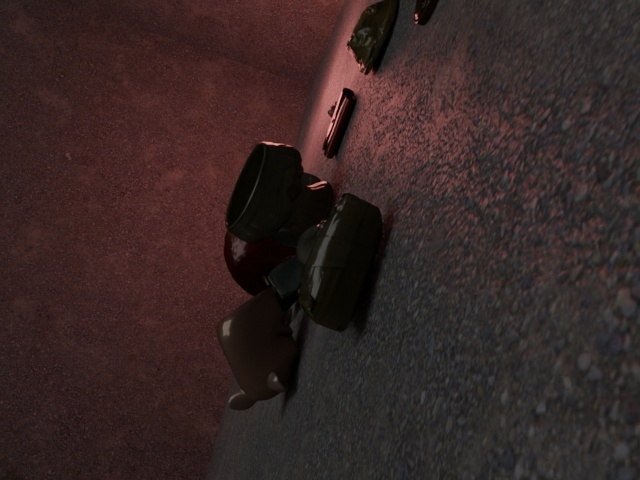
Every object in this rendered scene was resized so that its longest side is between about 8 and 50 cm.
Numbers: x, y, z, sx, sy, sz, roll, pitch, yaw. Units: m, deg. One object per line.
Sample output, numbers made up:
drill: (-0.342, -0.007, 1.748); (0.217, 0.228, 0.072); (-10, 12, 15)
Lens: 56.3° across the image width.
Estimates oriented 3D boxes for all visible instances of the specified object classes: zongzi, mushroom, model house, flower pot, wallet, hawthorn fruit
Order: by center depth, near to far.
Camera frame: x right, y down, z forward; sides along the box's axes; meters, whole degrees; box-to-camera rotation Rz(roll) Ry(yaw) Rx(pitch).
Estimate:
zongzi: (0.036, 0.043, 1.093); (0.256, 0.114, 0.228); (88, -158, -84)
mushroom: (0.000, 0.000, 1.404); (0.116, 0.093, 0.225); (-54, -1, -15)
flower pot: (-0.112, -0.118, 1.732); (0.307, 0.244, 0.308); (-50, 28, 39)
model house: (-0.091, 0.137, 1.765); (0.165, 0.106, 0.152); (-37, -26, -31)
wallet: (0.057, -0.375, 1.911); (0.142, 0.045, 0.205); (-89, 18, -62)
hawthorn fruit: (-0.199, 0.066, 2.079); (0.330, 0.287, 0.287); (-110, 35, -51)

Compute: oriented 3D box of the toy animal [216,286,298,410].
toy animal: (-0.156, 0.271, 1.528); (0.195, 0.256, 0.213); (-36, -12, 33)

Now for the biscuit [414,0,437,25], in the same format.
biscuit: (0.222, -0.517, 1.192); (0.124, 0.026, 0.175); (-146, 73, -80)

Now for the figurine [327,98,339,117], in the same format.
figurine: (0.063, -0.455, 2.030); (0.109, 0.047, 0.064); (-47, 19, 52)

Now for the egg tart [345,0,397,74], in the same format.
egg tart: (0.135, -0.572, 1.649); (0.232, 0.098, 0.252); (125, 164, -55)

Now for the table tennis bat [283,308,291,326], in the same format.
table tennis bat: (-0.134, 0.323, 1.887); (0.131, 0.022, 0.235); (-92, 22, -67)

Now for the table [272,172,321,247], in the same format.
table: (-0.074, -0.100, 1.950); (0.126, 0.126, 0.220); (126, 159, -66)
